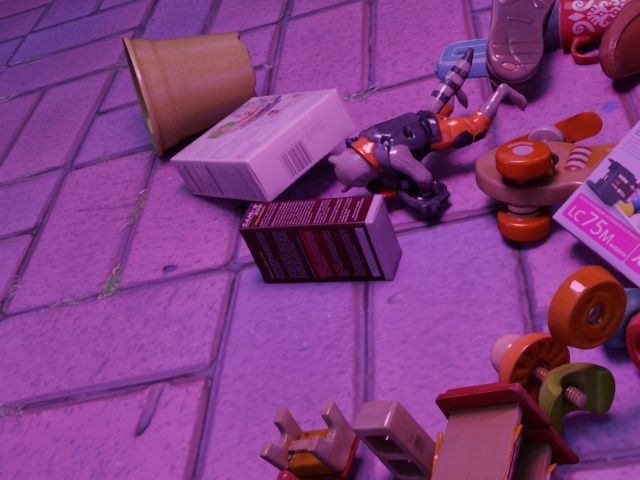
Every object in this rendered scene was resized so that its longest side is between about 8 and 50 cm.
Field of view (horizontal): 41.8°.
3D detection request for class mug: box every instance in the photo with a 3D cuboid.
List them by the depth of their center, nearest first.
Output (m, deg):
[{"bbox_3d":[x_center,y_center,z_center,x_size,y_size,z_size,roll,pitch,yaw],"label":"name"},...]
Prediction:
[{"bbox_3d":[0.565,-0.425,1.657,0.170,0.150,0.113,-1,5,21],"label":"mug"}]

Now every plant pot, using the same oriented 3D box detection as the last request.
[{"bbox_3d":[-0.284,-0.354,1.891,0.254,0.276,0.276,-17,36,-12],"label":"plant pot"}]

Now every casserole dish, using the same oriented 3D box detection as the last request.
[{"bbox_3d":[0.327,-0.389,1.769,0.189,0.037,0.114,-1,42,28],"label":"casserole dish"}]

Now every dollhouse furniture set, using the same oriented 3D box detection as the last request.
[{"bbox_3d":[0.091,0.305,0.982,0.374,0.152,0.201,-16,34,38],"label":"dollhouse furniture set"}]

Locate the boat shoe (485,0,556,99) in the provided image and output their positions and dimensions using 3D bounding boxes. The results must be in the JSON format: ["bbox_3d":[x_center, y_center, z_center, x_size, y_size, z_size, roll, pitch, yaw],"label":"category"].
[{"bbox_3d":[0.389,-0.432,1.667,0.133,0.130,0.355,18,63,7],"label":"boat shoe"}]

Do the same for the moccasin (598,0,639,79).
[{"bbox_3d":[0.675,-0.399,1.531,0.380,0.139,0.147,-23,27,-16],"label":"moccasin"}]

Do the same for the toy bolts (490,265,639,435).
[{"bbox_3d":[0.327,0.098,1.054,0.229,0.218,0.158,-16,27,-22],"label":"toy bolts"}]

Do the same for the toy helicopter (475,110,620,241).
[{"bbox_3d":[0.427,-0.131,1.356,0.355,0.140,0.235,-9,29,1],"label":"toy helicopter"}]

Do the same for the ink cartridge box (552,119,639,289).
[{"bbox_3d":[0.496,-0.090,1.162,0.311,0.065,0.186,-48,49,8],"label":"ink cartridge box"}]

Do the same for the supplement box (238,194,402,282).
[{"bbox_3d":[0.000,0.000,1.383,0.240,0.130,0.073,-2,42,24],"label":"supplement box"}]

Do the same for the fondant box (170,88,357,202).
[{"bbox_3d":[-0.119,-0.188,1.643,0.238,0.096,0.330,-41,27,-23],"label":"fondant box"}]

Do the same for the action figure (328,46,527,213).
[{"bbox_3d":[0.151,-0.201,1.516,0.330,0.178,0.341,-33,35,-15],"label":"action figure"}]
